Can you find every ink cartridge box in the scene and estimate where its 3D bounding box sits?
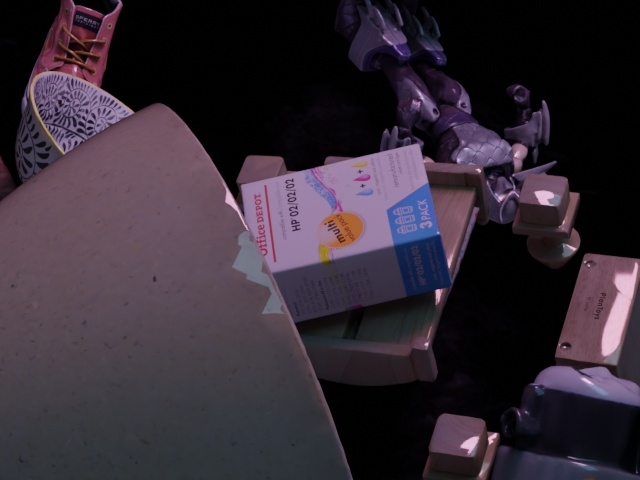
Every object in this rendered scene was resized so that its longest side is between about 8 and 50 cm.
[{"bbox_3d":[0.000,0.000,1.164,0.181,0.061,0.104,-14,45,4],"label":"ink cartridge box"}]

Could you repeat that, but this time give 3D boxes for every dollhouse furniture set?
[{"bbox_3d":[0.071,0.104,1.211,0.355,0.174,0.303,5,48,21],"label":"dollhouse furniture set"}]

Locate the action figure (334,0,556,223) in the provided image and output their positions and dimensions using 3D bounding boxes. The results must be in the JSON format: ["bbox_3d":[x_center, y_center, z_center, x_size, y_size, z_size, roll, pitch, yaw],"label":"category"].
[{"bbox_3d":[0.115,-0.121,1.436,0.185,0.099,0.285,-5,52,-40],"label":"action figure"}]

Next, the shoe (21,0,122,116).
[{"bbox_3d":[-0.213,-0.160,1.311,0.063,0.081,0.178,15,41,-13],"label":"shoe"}]

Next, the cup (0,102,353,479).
[{"bbox_3d":[-0.145,0.114,0.908,0.237,0.331,0.331,-23,55,-12],"label":"cup"}]

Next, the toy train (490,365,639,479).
[{"bbox_3d":[0.170,0.240,0.933,0.190,0.142,0.334,16,85,-23],"label":"toy train"}]

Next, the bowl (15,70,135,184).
[{"bbox_3d":[-0.180,-0.044,1.185,0.170,0.080,0.170,39,19,-16],"label":"bowl"}]

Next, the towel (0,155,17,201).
[{"bbox_3d":[-0.387,-0.015,1.094,0.370,0.040,0.271,-9,52,-35],"label":"towel"}]
